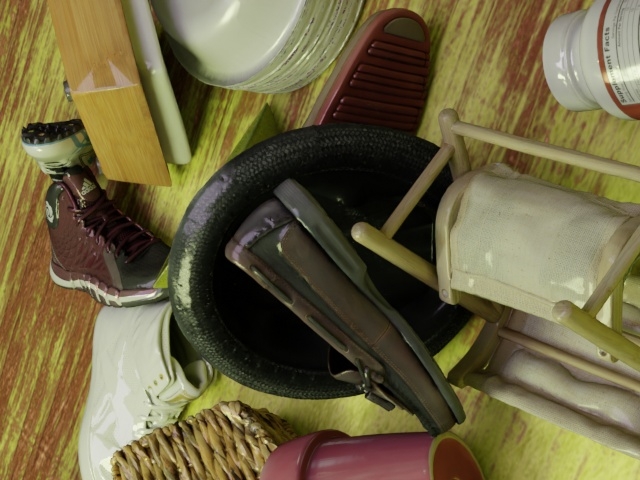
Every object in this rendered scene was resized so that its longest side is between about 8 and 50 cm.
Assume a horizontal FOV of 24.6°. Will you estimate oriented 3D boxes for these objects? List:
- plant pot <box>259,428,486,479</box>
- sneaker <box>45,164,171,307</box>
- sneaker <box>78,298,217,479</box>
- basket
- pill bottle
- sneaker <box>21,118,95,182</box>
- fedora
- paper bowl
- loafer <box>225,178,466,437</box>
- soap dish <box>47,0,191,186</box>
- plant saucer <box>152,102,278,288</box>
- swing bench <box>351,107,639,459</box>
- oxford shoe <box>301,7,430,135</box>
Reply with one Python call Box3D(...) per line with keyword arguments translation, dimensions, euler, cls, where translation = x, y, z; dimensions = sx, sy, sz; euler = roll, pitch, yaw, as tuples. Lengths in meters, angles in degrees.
Box3D(translation=(0.064, 0.273, 1.455), dimensions=(0.180, 0.201, 0.201), euler=(-21, 72, 28), cls="plant pot")
Box3D(translation=(-0.271, -0.013, 1.836), dimensions=(0.281, 0.106, 0.163), euler=(7, 117, 46), cls="sneaker")
Box3D(translation=(-0.208, 0.212, 1.791), dimensions=(0.169, 0.108, 0.293), euler=(-9, 80, 49), cls="sneaker")
Box3D(translation=(-0.067, 0.344, 1.637), dimensions=(0.213, 0.223, 0.299), euler=(-26, 65, 12), cls="basket")
Box3D(translation=(0.304, -0.167, 1.265), dimensions=(0.216, 0.121, 0.121), euler=(-3, 85, 47), cls="pill bottle")
Box3D(translation=(-0.333, -0.114, 1.894), dimensions=(0.237, 0.085, 0.086), euler=(-96, 3, -86), cls="sneaker")
Box3D(translation=(0.000, 0.000, 1.458), dimensions=(0.334, 0.334, 0.152), euler=(-66, 27, 20), cls="fedora")
Box3D(translation=(-0.090, -0.314, 1.670), dimensions=(0.284, 0.148, 0.284), euler=(-2, 87, 47), cls="paper bowl")
Box3D(translation=(0.023, 0.080, 1.353), dimensions=(0.095, 0.302, 0.109), euler=(-38, 25, -4), cls="loafer")
Box3D(translation=(-0.244, -0.212, 1.742), dimensions=(0.291, 0.118, 0.229), euler=(87, 167, -69), cls="soap dish")
Box3D(translation=(-0.109, -0.042, 1.690), dimensions=(0.188, 0.045, 0.188), euler=(-52, 9, 31), cls="plant saucer")
Box3D(translation=(0.205, 0.043, 1.300), dimensions=(0.253, 0.255, 0.165), euler=(21, 66, 44), cls="swing bench")
Box3D(translation=(0.004, -0.102, 1.581), dimensions=(0.130, 0.123, 0.348), euler=(47, 117, 49), cls="oxford shoe")
